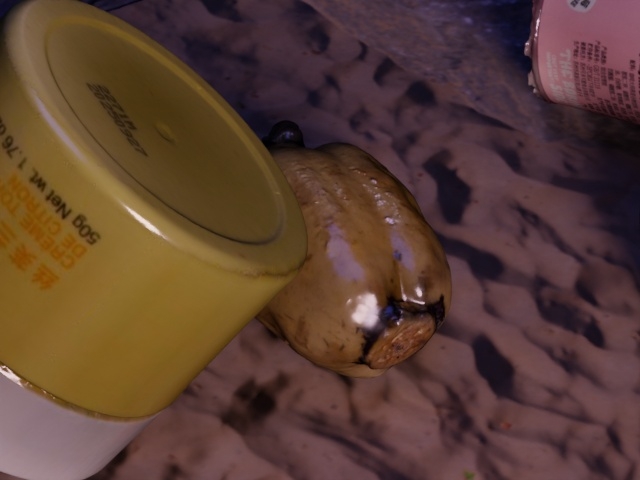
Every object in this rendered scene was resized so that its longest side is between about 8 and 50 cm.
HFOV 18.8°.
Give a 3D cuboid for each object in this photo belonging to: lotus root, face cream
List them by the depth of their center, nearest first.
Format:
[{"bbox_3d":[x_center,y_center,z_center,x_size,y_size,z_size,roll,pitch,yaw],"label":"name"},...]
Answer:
[{"bbox_3d":[-0.143,-0.003,1.091,0.218,0.179,0.218,38,21,-18],"label":"face cream"},{"bbox_3d":[0.000,0.000,1.206,0.125,0.118,0.221,10,28,-38],"label":"lotus root"}]

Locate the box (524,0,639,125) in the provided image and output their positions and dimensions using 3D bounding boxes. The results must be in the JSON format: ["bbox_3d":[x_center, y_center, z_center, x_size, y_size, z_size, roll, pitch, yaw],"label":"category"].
[{"bbox_3d":[0.224,-0.146,1.342,0.135,0.151,0.151,13,44,29],"label":"box"}]
